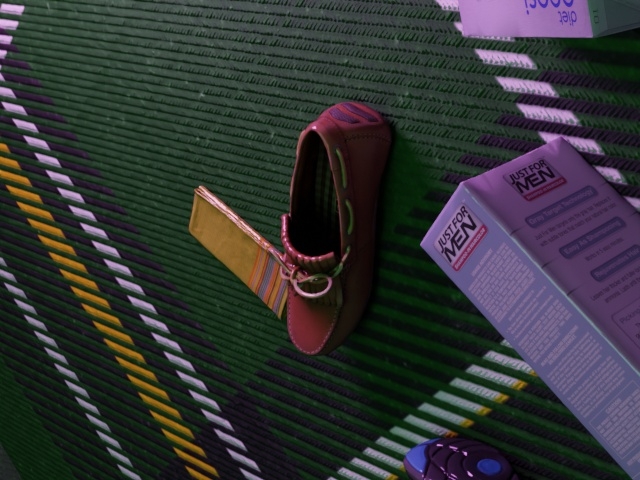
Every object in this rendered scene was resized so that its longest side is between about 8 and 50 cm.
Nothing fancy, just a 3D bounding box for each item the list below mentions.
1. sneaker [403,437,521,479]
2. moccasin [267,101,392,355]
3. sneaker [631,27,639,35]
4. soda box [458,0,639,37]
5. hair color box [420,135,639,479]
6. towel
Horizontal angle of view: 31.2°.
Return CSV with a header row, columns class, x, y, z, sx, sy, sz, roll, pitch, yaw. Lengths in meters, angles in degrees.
class,x,y,z,sx,sy,sz,roll,pitch,yaw
sneaker,0.242,0.379,1.494,0.341,0.125,0.139,28,129,37
moccasin,0.002,0.002,1.549,0.139,0.147,0.380,38,133,29
sneaker,0.374,-0.215,1.101,0.232,0.081,0.090,32,133,42
soda box,0.229,-0.256,1.133,0.286,0.091,0.098,-148,44,-70
hair color box,0.306,0.075,1.227,0.374,0.185,0.113,50,138,18
towel,-0.125,0.019,1.793,0.237,0.021,0.102,41,133,27
